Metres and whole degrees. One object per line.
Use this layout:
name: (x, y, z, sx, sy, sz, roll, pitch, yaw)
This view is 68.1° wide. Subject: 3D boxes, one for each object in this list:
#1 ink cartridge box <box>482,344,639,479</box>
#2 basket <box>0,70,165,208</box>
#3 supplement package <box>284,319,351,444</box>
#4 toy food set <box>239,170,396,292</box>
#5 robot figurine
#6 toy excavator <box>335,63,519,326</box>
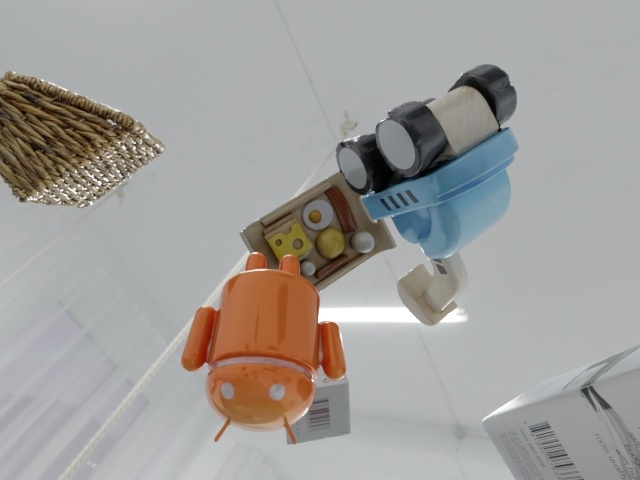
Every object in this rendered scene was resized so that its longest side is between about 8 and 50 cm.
ink cartridge box: (0.441, 0.287, 0.590, 0.286, 0.166, 0.395, 61, -30, 19)
basket: (-0.448, -0.205, 0.854, 0.214, 0.223, 0.299, 54, -4, -6)
supplement package: (-0.020, 0.229, 0.794, 0.105, 0.179, 0.105, -7, -68, -7)
toy food set: (0.000, 0.000, 1.058, 0.220, 0.306, 0.092, 61, -16, -11)
robot figurine: (-0.062, 0.121, 0.554, 0.158, 0.220, 0.128, 29, -42, -32)
toy excavator: (0.220, -0.029, 0.905, 0.445, 0.222, 0.433, 62, -23, -6)
